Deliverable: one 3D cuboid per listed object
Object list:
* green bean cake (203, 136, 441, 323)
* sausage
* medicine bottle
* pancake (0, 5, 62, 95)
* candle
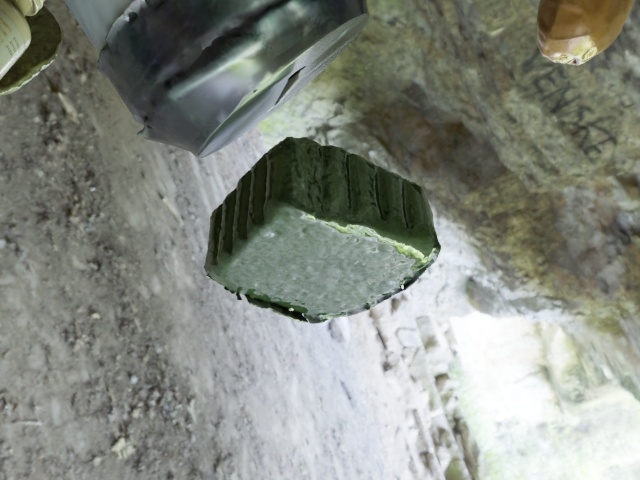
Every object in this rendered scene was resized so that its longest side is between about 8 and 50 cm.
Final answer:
[{"bbox_3d":[0.000,0.000,0.771,0.227,0.222,0.124,23,48,-26],"label":"green bean cake"},{"bbox_3d":[0.372,-0.358,0.890,0.241,0.120,0.136,-70,165,8],"label":"sausage"},{"bbox_3d":[-0.453,-0.279,0.870,0.252,0.114,0.114,-65,148,-27],"label":"medicine bottle"},{"bbox_3d":[-0.512,-0.301,0.995,0.042,0.223,0.236,118,-32,-51],"label":"pancake"},{"bbox_3d":[-0.123,-0.255,0.515,0.342,0.221,0.221,56,7,-5],"label":"candle"}]
